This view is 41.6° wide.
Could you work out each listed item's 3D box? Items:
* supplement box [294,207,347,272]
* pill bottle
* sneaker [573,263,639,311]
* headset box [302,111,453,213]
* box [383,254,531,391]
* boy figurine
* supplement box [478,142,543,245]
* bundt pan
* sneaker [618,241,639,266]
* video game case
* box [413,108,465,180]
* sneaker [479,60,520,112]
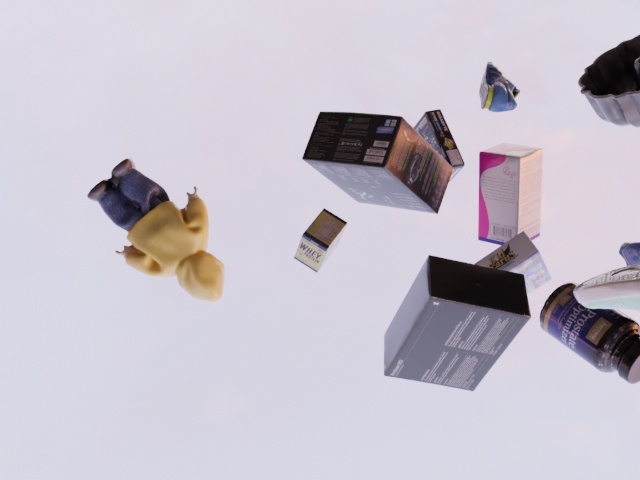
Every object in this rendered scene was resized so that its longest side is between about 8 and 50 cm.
[{"bbox_3d":[0.000,0.000,1.629,0.056,0.083,0.083,32,-129,8],"label":"supplement box"},{"bbox_3d":[0.556,0.185,1.678,0.123,0.123,0.219,-24,-140,-26],"label":"pill bottle"},{"bbox_3d":[0.440,0.105,1.019,0.256,0.151,0.094,-5,-169,33],"label":"sneaker"},{"bbox_3d":[0.144,-0.179,2.001,0.246,0.283,0.131,10,-105,39],"label":"headset box"},{"bbox_3d":[0.239,0.157,1.532,0.184,0.261,0.103,10,-131,-11],"label":"box"},{"bbox_3d":[-0.259,-0.013,1.442,0.285,0.092,0.177,44,-92,1],"label":"boy figurine"},{"bbox_3d":[0.446,-0.108,1.983,0.111,0.220,0.114,16,-151,41],"label":"supplement box"},{"bbox_3d":[0.799,-0.384,2.022,0.331,0.124,0.331,-25,-154,13],"label":"bundt pan"},{"bbox_3d":[0.651,0.076,1.667,0.081,0.211,0.080,16,-128,47],"label":"sneaker"},{"bbox_3d":[0.387,0.102,1.890,0.244,0.269,0.061,-34,-115,9],"label":"video game case"},{"bbox_3d":[0.290,-0.220,2.276,0.051,0.220,0.175,-11,-112,-25],"label":"box"},{"bbox_3d":[0.416,-0.352,1.956,0.082,0.069,0.209,10,-146,1],"label":"sneaker"}]
